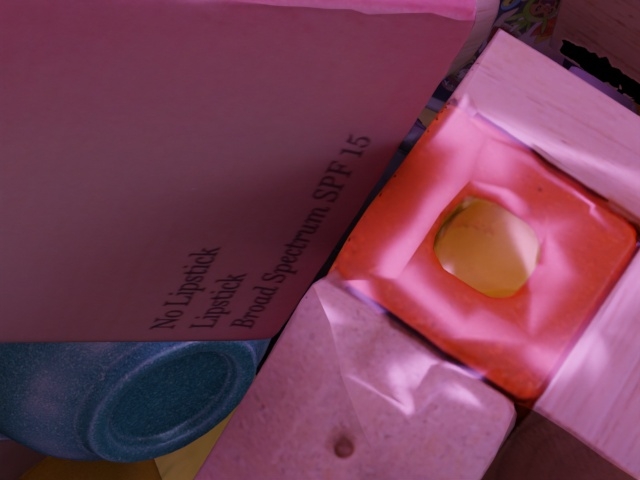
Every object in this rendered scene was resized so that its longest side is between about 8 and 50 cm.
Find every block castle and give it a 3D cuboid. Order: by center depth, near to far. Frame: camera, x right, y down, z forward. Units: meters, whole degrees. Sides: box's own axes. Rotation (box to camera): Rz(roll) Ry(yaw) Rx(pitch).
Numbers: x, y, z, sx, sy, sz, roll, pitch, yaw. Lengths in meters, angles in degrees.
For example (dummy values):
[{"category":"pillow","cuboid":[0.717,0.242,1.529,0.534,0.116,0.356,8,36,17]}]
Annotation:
[{"category":"block castle","cuboid":[0.113,0.069,0.528,0.453,0.212,0.303,-51,169,-32]}]

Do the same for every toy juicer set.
[{"category":"toy juicer set","cuboid":[-0.099,0.027,0.599,0.209,0.089,0.329,-7,139,-38]}]

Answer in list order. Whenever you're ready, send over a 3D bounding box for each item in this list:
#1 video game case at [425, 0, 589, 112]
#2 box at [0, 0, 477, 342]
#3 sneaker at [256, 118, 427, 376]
[{"category":"video game case","cuboid":[0.148,-0.102,0.750,0.201,0.023,0.183,19,127,-41]},{"category":"box","cuboid":[-0.106,-0.062,0.396,0.232,0.127,0.149,0,150,-21]},{"category":"sneaker","cuboid":[0.000,0.000,0.735,0.130,0.109,0.286,-52,143,1]}]
